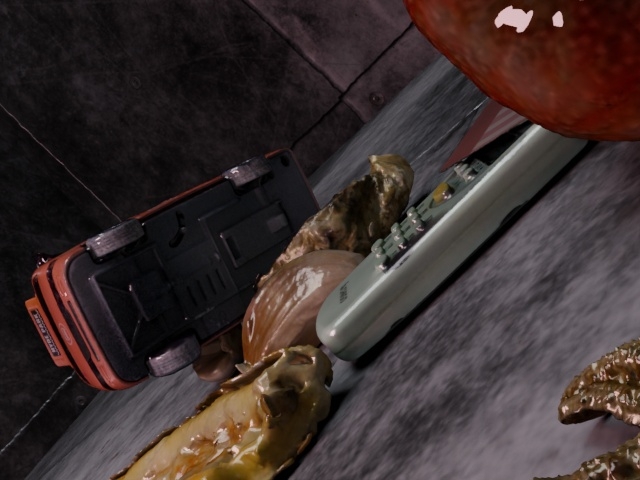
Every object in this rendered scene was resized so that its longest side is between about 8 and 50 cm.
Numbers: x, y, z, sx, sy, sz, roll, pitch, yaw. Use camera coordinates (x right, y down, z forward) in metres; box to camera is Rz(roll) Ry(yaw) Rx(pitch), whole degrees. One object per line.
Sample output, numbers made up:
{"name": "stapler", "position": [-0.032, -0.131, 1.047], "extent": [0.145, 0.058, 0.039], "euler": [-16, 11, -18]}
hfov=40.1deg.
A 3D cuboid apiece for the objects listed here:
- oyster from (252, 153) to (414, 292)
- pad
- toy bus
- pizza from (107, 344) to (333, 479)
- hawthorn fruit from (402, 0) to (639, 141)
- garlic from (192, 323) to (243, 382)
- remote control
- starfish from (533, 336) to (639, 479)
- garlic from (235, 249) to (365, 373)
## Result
{"name": "oyster", "position": [0.013, 0.024, 1.121], "extent": [0.294, 0.094, 0.166], "euler": [-56, -13, 24]}
{"name": "pad", "position": [0.234, -0.192, 0.823], "extent": [0.300, 0.005, 0.202], "euler": [-52, 10, -32]}
{"name": "toy bus", "position": [-0.193, 0.034, 1.236], "extent": [0.233, 0.203, 0.427], "euler": [-16, 12, 48]}
{"name": "pizza", "position": [-0.188, 0.279, 0.810], "extent": [0.435, 0.080, 0.392], "euler": [-45, 5, -23]}
{"name": "hawthorn fruit", "position": [0.197, -0.204, 0.576], "extent": [0.285, 0.285, 0.369], "euler": [-45, -7, 12]}
{"name": "garlic", "position": [-0.147, 0.160, 1.249], "extent": [0.094, 0.074, 0.113], "euler": [-25, 22, 23]}
{"name": "remote control", "position": [0.109, -0.011, 0.796], "extent": [0.296, 0.056, 0.140], "euler": [-44, 6, 9]}
{"name": "starfish", "position": [0.146, 0.044, 0.294], "extent": [0.238, 0.057, 0.213], "euler": [-47, 14, 31]}
{"name": "garlic", "position": [-0.004, 0.072, 0.956], "extent": [0.198, 0.090, 0.128], "euler": [-38, 24, 13]}
